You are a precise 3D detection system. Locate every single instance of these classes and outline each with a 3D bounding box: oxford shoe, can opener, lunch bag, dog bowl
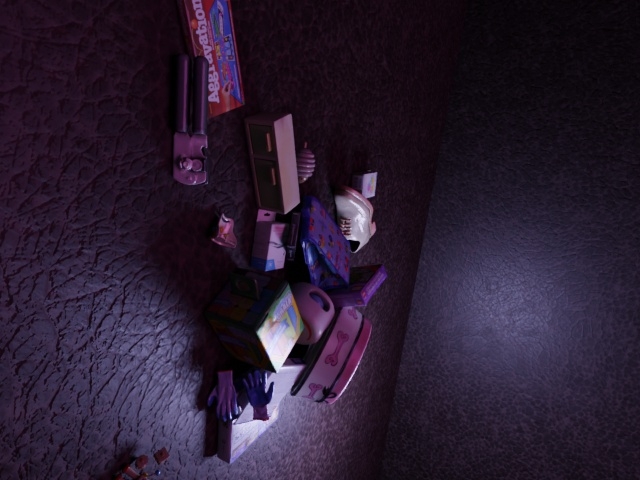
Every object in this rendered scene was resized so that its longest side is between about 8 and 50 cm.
[{"bbox_3d":[0.131,-0.079,1.770,0.146,0.141,0.397,-59,148,-18],"label":"oxford shoe"},{"bbox_3d":[-0.285,-0.259,0.954,0.093,0.074,0.280,-107,-159,-70],"label":"can opener"},{"bbox_3d":[0.000,0.000,1.485,0.220,0.138,0.293,-86,159,-46],"label":"lunch bag"},{"bbox_3d":[0.048,0.421,1.621,0.407,0.151,0.408,-61,180,-1],"label":"dog bowl"}]

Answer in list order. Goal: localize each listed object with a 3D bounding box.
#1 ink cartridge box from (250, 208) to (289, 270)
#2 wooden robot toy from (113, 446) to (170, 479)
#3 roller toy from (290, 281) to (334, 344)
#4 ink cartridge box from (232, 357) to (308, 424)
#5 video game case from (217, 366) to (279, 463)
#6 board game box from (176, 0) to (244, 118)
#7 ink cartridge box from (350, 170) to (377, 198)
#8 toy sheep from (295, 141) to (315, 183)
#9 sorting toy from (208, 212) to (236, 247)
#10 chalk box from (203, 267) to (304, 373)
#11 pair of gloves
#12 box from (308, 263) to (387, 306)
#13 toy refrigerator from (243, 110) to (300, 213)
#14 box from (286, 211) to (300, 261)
[{"bbox_3d":[-0.151,-0.003,1.325,0.104,0.060,0.179,-6,107,-63],"label":"ink cartridge box"},{"bbox_3d":[-0.446,0.573,1.036,0.173,0.076,0.079,-49,178,-44],"label":"wooden robot toy"},{"bbox_3d":[-0.056,0.247,1.482,0.146,0.191,0.209,-50,143,-44],"label":"roller toy"},{"bbox_3d":[-0.162,0.471,1.373,0.223,0.045,0.223,-54,152,2],"label":"ink cartridge box"},{"bbox_3d":[-0.229,0.545,1.428,0.270,0.061,0.244,-20,118,-59],"label":"video game case"},{"bbox_3d":[-0.244,-0.434,0.981,0.145,0.027,0.281,-44,139,-46],"label":"board game box"},{"bbox_3d":[0.200,-0.248,1.904,0.209,0.062,0.108,-22,120,-60],"label":"ink cartridge box"},{"bbox_3d":[-0.059,-0.245,1.366,0.091,0.091,0.131,-24,123,-58],"label":"toy sheep"},{"bbox_3d":[-0.254,-0.030,1.137,0.083,0.045,0.075,43,57,-60],"label":"sorting toy"},{"bbox_3d":[-0.188,0.208,1.222,0.179,0.181,0.288,-57,146,-35],"label":"chalk box"},{"bbox_3d":[-0.232,0.450,1.254,0.023,0.199,0.159,-78,167,-84],"label":"pair of gloves"},{"bbox_3d":[0.075,0.170,1.596,0.201,0.294,0.057,-43,117,-49],"label":"box"},{"bbox_3d":[-0.134,-0.215,1.215,0.094,0.102,0.269,-44,140,-47],"label":"toy refrigerator"},{"bbox_3d":[-0.088,-0.010,1.385,0.162,0.029,0.115,110,-12,-70],"label":"box"}]
